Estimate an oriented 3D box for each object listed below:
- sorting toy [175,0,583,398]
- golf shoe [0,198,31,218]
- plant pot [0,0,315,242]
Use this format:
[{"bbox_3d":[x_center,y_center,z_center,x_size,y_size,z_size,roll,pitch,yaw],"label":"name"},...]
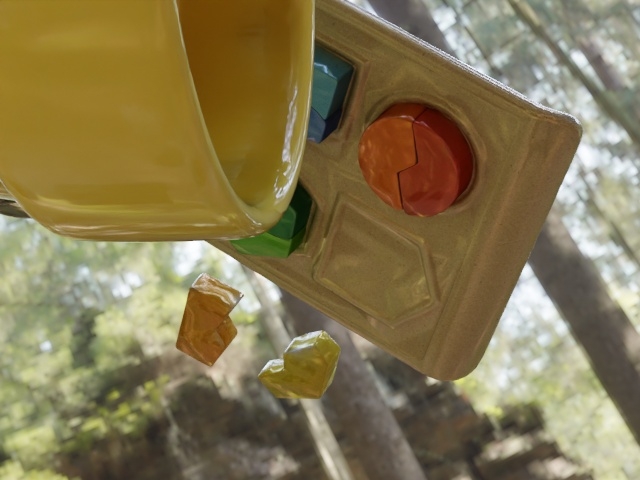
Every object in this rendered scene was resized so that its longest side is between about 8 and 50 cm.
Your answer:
[{"bbox_3d":[0.000,0.000,0.852,0.041,0.229,0.307,-51,-16,-45],"label":"sorting toy"},{"bbox_3d":[-0.268,-0.070,1.086,0.120,0.273,0.105,33,-96,-46],"label":"golf shoe"},{"bbox_3d":[-0.141,-0.123,0.576,0.239,0.254,0.254,-2,-25,12],"label":"plant pot"}]
